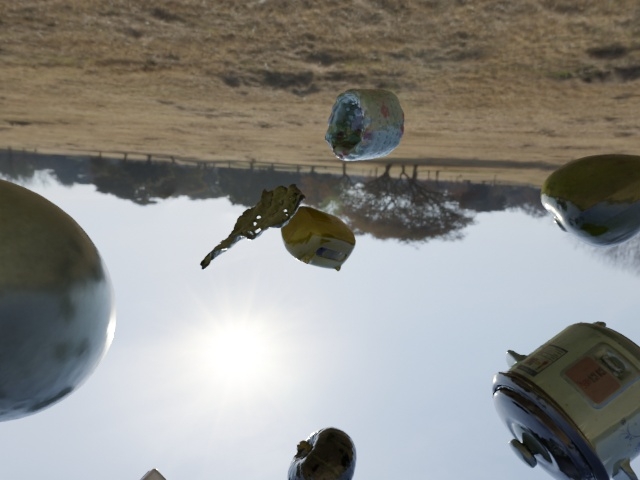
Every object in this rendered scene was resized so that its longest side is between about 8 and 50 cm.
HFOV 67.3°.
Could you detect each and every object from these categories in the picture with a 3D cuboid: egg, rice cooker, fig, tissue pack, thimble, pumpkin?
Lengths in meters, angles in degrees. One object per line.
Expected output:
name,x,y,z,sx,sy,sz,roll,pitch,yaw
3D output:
egg,-0.376,0.071,0.551,0.258,0.258,0.352,4,146,2
rice cooker,0.485,0.318,0.921,0.316,0.316,0.264,5,148,16
fig,0.581,-0.095,0.974,0.225,0.203,0.203,-42,162,28
tissue pack,0.000,0.000,1.177,0.178,0.123,0.127,16,-150,-44
thimble,0.117,-0.314,1.328,0.149,0.185,0.211,-11,168,-37
pumpkin,0.002,0.477,1.015,0.125,0.167,0.167,31,177,-20

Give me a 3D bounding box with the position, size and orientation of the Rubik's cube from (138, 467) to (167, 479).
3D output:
Rubik's cube,-0.505,0.899,1.393,0.319,0.322,0.316,-43,176,-33

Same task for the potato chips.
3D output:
potato chips,-0.078,-0.028,0.618,0.092,0.028,0.207,-11,-156,24
